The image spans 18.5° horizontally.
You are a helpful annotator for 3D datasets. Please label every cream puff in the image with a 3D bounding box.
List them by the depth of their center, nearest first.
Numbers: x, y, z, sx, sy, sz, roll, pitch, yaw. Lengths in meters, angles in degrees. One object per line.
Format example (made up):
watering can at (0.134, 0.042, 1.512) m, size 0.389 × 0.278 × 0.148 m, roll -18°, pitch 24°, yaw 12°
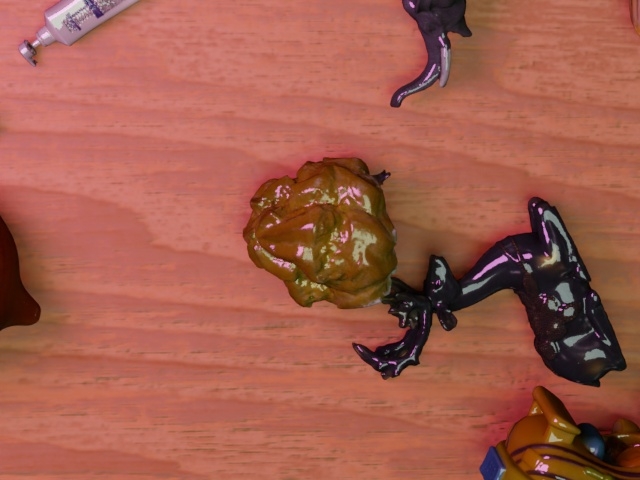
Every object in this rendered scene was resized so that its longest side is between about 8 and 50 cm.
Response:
cream puff at (-0.001, 0.000, 1.860) m, size 0.156 × 0.121 × 0.156 m, roll -1°, pitch 112°, yaw -2°

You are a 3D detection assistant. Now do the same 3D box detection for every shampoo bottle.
shampoo bottle at (-0.223, -0.214, 1.825) m, size 0.141 × 0.034 × 0.049 m, roll -35°, pitch 113°, yaw 6°

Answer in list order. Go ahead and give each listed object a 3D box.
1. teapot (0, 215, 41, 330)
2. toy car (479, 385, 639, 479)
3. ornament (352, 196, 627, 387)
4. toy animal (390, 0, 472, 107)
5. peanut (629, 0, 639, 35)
teapot at (-0.387, 0.034, 1.844) m, size 0.252 × 0.135 × 0.178 m, roll 14°, pitch 70°, yaw 10°
toy car at (0.287, 0.238, 1.912) m, size 0.248 × 0.200 × 0.142 m, roll 23°, pitch 102°, yaw -14°
ornament at (0.157, 0.093, 1.925) m, size 0.236 × 0.080 × 0.202 m, roll -26°, pitch 104°, yaw 0°
toy animal at (0.133, -0.254, 1.820) m, size 0.137 × 0.082 × 0.269 m, roll -1°, pitch 110°, yaw -2°
peanut at (0.327, -0.276, 1.826) m, size 0.087 × 0.087 × 0.206 m, roll -6°, pitch 106°, yaw -3°
